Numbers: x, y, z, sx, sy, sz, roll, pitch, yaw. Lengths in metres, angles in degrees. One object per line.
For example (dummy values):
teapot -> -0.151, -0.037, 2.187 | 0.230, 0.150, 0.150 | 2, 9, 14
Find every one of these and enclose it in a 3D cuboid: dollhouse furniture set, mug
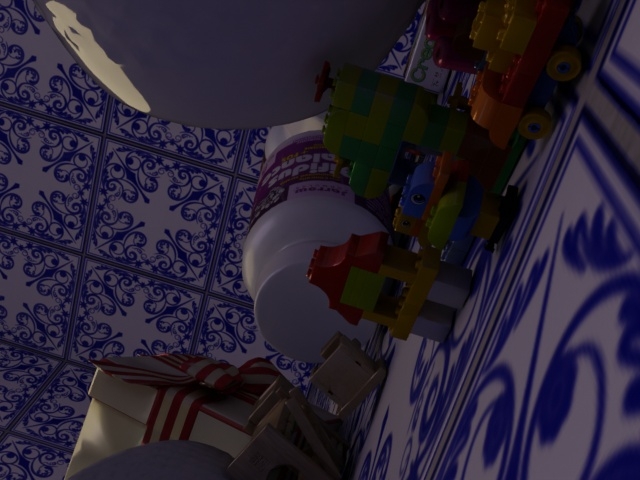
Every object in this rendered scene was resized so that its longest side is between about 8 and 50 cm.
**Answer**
dollhouse furniture set -> 0.014, 0.159, 0.783 | 0.161, 0.101, 0.182 | -48, 3, 9
mug -> -0.094, -0.243, 0.418 | 0.276, 0.375, 0.327 | -84, -1, -52

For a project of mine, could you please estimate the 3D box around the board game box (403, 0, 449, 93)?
board game box -> 0.177, -0.348, 1.068 | 0.193, 0.053, 0.305 | -71, -2, -76

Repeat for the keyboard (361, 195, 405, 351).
keyboard -> 0.081, 0.038, 1.029 | 0.072, 0.014, 0.255 | -12, -60, -83

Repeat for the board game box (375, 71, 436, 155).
board game box -> 0.103, -0.171, 1.094 | 0.181, 0.092, 0.043 | -70, -2, -64

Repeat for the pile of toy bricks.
pile of toy bricks -> 0.045, -0.055, 0.409 | 0.212, 0.105, 0.118 | 106, -178, -47

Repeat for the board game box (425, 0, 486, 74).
board game box -> 0.120, -0.346, 0.514 | 0.389, 0.050, 0.389 | -95, 17, -53

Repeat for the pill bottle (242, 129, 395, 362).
pill bottle -> 0.000, 0.000, 0.942 | 0.301, 0.169, 0.169 | -88, 13, -61

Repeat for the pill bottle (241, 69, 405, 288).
pill bottle -> 0.009, -0.071, 1.321 | 0.224, 0.224, 0.392 | -72, -2, -48

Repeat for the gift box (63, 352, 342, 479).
gift box -> -0.159, 0.256, 0.978 | 0.258, 0.277, 0.255 | -69, -19, 1

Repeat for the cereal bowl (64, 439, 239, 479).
cereal bowl -> -0.138, 0.353, 0.710 | 0.339, 0.141, 0.338 | -22, -57, -39
